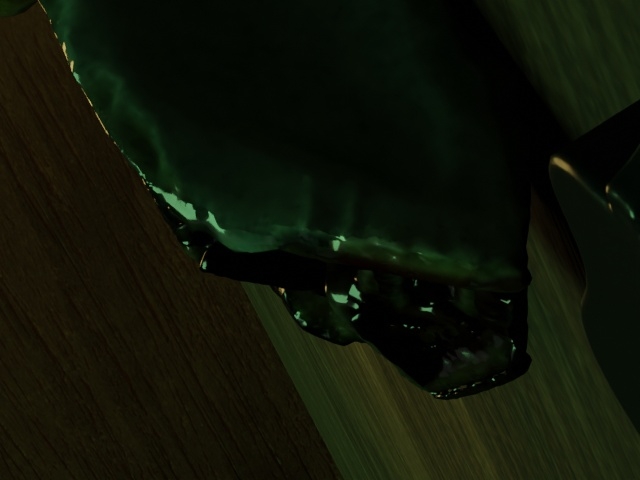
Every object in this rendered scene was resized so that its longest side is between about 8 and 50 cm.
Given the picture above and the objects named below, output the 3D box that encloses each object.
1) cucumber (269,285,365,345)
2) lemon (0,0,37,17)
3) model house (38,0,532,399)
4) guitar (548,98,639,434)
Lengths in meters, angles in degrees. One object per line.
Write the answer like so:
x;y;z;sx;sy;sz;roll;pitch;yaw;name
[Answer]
-0.001;-0.002;0.814;0.072;0.072;0.300;62;175;-7;cucumber
-0.212;-0.234;0.627;0.316;0.285;0.285;31;-166;-36;lemon
-0.001;-0.016;0.542;0.152;0.106;0.165;76;169;-63;model house
0.062;-0.022;0.291;0.084;0.038;0.271;55;172;37;guitar
